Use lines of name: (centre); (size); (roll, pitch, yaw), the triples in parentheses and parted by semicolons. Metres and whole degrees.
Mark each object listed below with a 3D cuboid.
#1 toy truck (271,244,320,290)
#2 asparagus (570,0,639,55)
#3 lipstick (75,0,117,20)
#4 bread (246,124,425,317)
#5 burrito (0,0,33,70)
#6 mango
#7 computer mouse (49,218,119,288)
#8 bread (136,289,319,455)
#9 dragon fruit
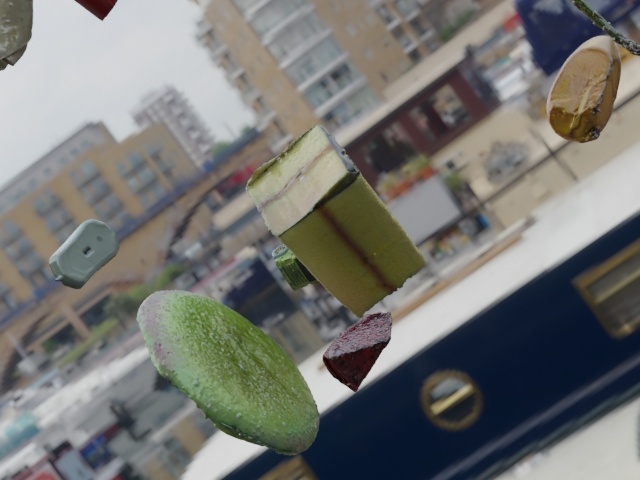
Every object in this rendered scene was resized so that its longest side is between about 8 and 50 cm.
toy truck: (0.000, 0.000, 2.404); (0.116, 0.085, 0.191); (-17, 28, 32)
asparagus: (0.468, -0.393, 2.286); (0.024, 0.248, 0.025); (-40, -20, -7)
lipstick: (-0.509, -0.528, 2.522); (0.073, 0.279, 0.073); (-45, 21, 23)
bread: (0.024, -0.027, 2.125); (0.167, 0.264, 0.163); (-37, 42, 3)
burrito: (-0.413, -0.337, 1.782); (0.060, 0.226, 0.087); (5, 2, -17)
mango: (0.525, -0.306, 2.617); (0.154, 0.126, 0.252); (84, -154, -55)
computer mouse: (-0.285, 0.021, 1.575); (0.032, 0.056, 0.110); (-36, 11, 44)
bread: (-0.117, 0.168, 1.760); (0.045, 0.301, 0.301); (-51, -2, 17)
dragon fruit: (0.060, 0.148, 1.795); (0.097, 0.063, 0.131); (-17, 17, 11)
